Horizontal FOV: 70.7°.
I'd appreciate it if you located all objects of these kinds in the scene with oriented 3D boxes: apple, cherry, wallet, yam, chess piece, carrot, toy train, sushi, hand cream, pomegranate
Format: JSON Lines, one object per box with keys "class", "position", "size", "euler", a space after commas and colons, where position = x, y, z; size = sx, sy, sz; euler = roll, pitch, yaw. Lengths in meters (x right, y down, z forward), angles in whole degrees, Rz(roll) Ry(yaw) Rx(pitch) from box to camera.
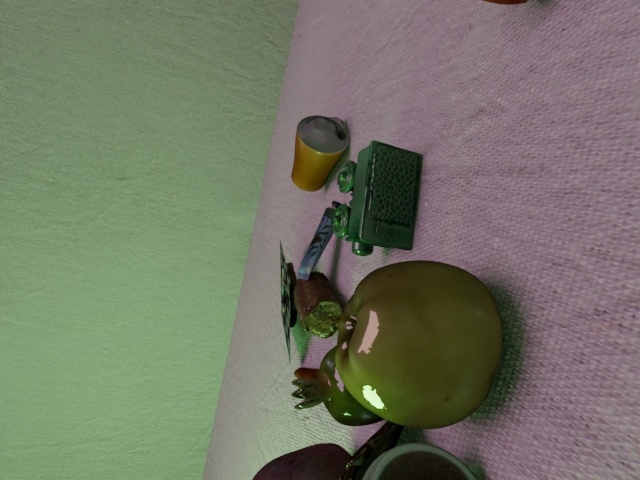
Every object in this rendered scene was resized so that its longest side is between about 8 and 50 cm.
{"class": "apple", "position": [0.153, 0.157, 0.723], "size": [0.262, 0.263, 0.261], "euler": [-169, 90, -72]}
{"class": "cherry", "position": [-0.023, 0.562, 0.973], "size": [0.307, 0.262, 0.220], "euler": [-24, -74, -63]}
{"class": "wallet", "position": [0.098, 0.386, 0.819], "size": [0.031, 0.232, 0.121], "euler": [28, 113, 27]}
{"class": "yam", "position": [-0.010, 0.192, 1.354], "size": [0.238, 0.128, 0.129], "euler": [-124, 17, -72]}
{"class": "chess piece", "position": [0.127, 0.468, 0.726], "size": [0.298, 0.195, 0.194], "euler": [106, 164, -46]}
{"class": "carrot", "position": [-0.040, 0.431, 1.429], "size": [0.336, 0.069, 0.068], "euler": [144, 134, -73]}
{"class": "toy train", "position": [0.125, -0.096, 1.081], "size": [0.202, 0.145, 0.265], "euler": [168, 111, -67]}
{"class": "sushi", "position": [-0.101, 0.213, 1.656], "size": [0.359, 0.064, 0.342], "euler": [-114, 23, -67]}
{"class": "hand cream", "position": [0.000, 0.000, 1.432], "size": [0.271, 0.058, 0.091], "euler": [-64, 23, -10]}
{"class": "pomegranate", "position": [0.051, 0.303, 0.947], "size": [0.187, 0.226, 0.186], "euler": [177, 90, -66]}

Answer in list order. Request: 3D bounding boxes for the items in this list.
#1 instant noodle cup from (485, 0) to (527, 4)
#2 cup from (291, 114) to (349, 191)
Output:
{"class": "instant noodle cup", "position": [0.289, -0.507, 0.699], "size": [0.192, 0.251, 0.250], "euler": [109, 162, -51]}
{"class": "cup", "position": [-0.005, -0.315, 1.608], "size": [0.226, 0.183, 0.263], "euler": [-51, -8, -35]}
